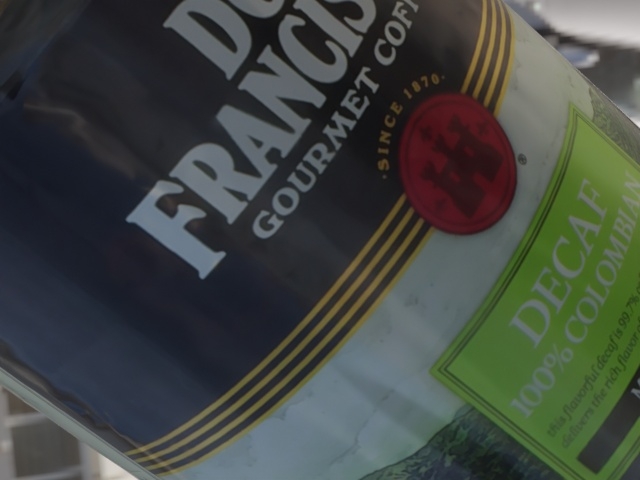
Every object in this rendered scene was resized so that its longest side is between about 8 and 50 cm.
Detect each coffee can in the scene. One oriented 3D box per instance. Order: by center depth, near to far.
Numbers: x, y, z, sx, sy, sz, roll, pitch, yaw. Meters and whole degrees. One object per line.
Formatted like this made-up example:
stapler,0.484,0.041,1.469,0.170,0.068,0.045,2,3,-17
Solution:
coffee can,0.000,0.000,0.503,0.275,0.201,0.201,38,165,-20
